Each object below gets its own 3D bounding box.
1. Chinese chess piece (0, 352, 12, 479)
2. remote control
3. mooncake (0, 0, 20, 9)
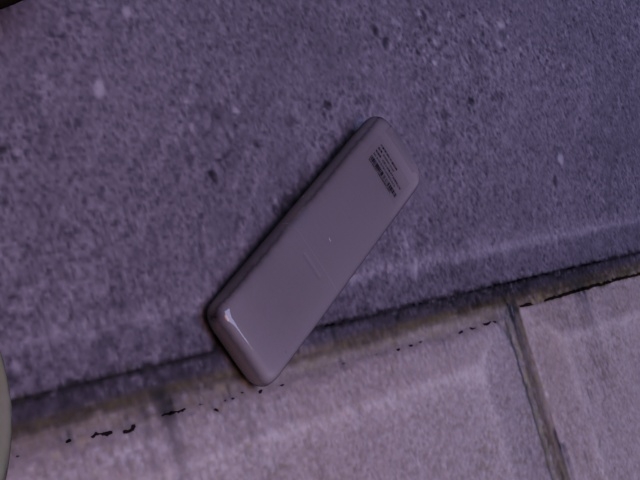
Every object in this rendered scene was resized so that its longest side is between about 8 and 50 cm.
[{"bbox_3d":[-0.235,0.056,0.494,0.250,0.101,0.250,36,32,-27],"label":"Chinese chess piece"},{"bbox_3d":[0.000,0.000,0.925,0.067,0.029,0.261,57,41,-17],"label":"remote control"},{"bbox_3d":[-0.187,-0.231,0.667,0.228,0.124,0.228,7,74,-27],"label":"mooncake"}]
